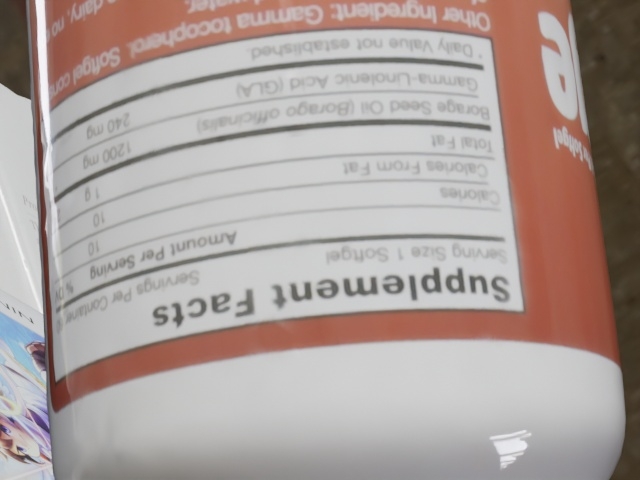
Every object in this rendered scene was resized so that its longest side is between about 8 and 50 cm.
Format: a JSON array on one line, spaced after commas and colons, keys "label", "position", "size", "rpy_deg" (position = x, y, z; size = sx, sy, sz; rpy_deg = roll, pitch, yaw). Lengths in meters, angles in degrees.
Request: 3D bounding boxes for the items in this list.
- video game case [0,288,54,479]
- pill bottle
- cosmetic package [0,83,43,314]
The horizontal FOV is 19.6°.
[{"label": "video game case", "position": [-0.143, 0.068, 0.625], "size": [0.244, 0.061, 0.269], "rpy_deg": [33, 9, -27]}, {"label": "pill bottle", "position": [0.000, 0.000, 0.398], "size": [0.121, 0.121, 0.216], "rpy_deg": [-23, -113, 48]}, {"label": "cosmetic package", "position": [-0.178, 0.133, 1.201], "size": [0.161, 0.230, 0.453], "rpy_deg": [-28, -116, 13]}]
